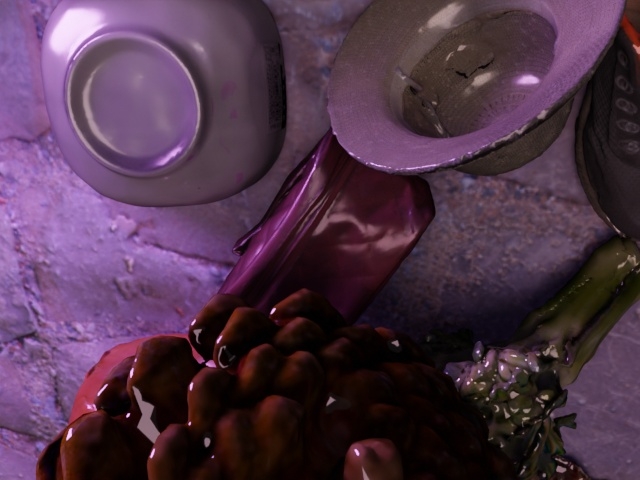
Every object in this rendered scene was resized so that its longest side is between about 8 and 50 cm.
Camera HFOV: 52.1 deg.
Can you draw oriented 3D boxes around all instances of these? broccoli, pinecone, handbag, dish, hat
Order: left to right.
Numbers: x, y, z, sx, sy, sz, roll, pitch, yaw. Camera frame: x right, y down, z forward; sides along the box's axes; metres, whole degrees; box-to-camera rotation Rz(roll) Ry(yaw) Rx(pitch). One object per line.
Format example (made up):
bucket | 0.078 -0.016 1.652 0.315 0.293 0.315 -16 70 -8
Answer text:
dish | -0.158 -0.138 0.629 0.256 0.117 0.256 3 112 8
pinecone | -0.026 0.255 0.487 0.398 0.398 0.397 3 112 7
handbag | 0.000 0.000 0.644 0.135 0.146 0.225 33 114 -8
hat | 0.142 -0.132 0.562 0.257 0.257 0.130 -30 135 18
broccoli | 0.202 0.101 0.637 0.177 0.198 0.275 46 110 38

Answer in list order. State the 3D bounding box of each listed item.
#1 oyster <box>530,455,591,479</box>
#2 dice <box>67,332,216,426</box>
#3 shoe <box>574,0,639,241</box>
oyster | 0.209 0.317 0.770 0.361 0.096 0.221 39 105 -10
dice | -0.171 0.213 0.740 0.179 0.175 0.174 6 112 10
shoe | 0.286 -0.141 0.531 0.132 0.171 0.336 -9 109 11
